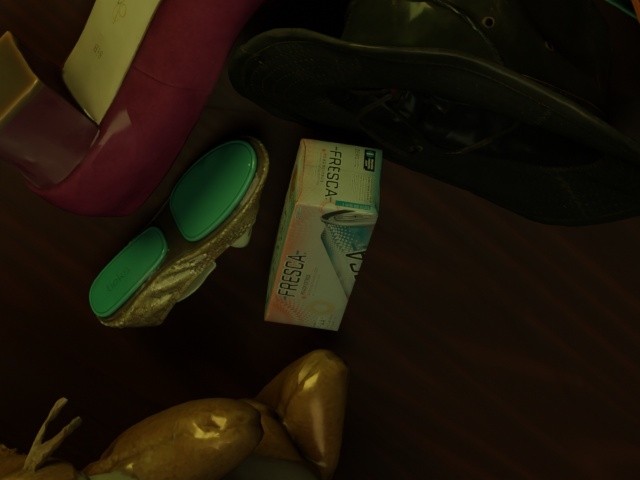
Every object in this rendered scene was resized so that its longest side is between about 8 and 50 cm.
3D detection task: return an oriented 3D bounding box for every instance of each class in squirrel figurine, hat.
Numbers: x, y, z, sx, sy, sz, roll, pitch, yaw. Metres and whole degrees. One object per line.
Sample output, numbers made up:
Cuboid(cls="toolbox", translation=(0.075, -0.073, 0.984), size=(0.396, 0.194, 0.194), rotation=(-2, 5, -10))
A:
Cuboid(cls="squirrel figurine", translation=(-0.185, 0.257, 1.201), size=(0.370, 0.281, 0.397), rotation=(2, 161, -40))
Cuboid(cls="hat", translation=(0.111, -0.121, 1.059), size=(0.331, 0.331, 0.134), rotation=(20, 79, -14))

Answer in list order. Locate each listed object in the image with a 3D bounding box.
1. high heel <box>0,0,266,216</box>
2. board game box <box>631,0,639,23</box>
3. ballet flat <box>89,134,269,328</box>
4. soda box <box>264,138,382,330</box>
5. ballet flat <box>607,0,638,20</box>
Cuboid(cls="high heel", translation=(-0.076, -0.163, 1.088), size=(0.377, 0.127, 0.181), rotation=(-35, 147, 16))
Cuboid(cls="board game box", translation=(0.408, -0.156, 0.875), size=(0.356, 0.356, 0.357), rotation=(-30, 122, -2))
Cuboid(cls="ballet flat", translation=(-0.097, -0.004, 1.203), size=(0.206, 0.073, 0.067), rotation=(-41, 143, 26))
Cuboid(cls="soda box", translation=(0.000, 0.000, 1.160), size=(0.063, 0.058, 0.183), rotation=(8, 149, -5))
Cuboid(cls="ballet flat", translation=(0.216, -0.194, 1.057), size=(0.247, 0.087, 0.083), rotation=(25, 119, -16))
